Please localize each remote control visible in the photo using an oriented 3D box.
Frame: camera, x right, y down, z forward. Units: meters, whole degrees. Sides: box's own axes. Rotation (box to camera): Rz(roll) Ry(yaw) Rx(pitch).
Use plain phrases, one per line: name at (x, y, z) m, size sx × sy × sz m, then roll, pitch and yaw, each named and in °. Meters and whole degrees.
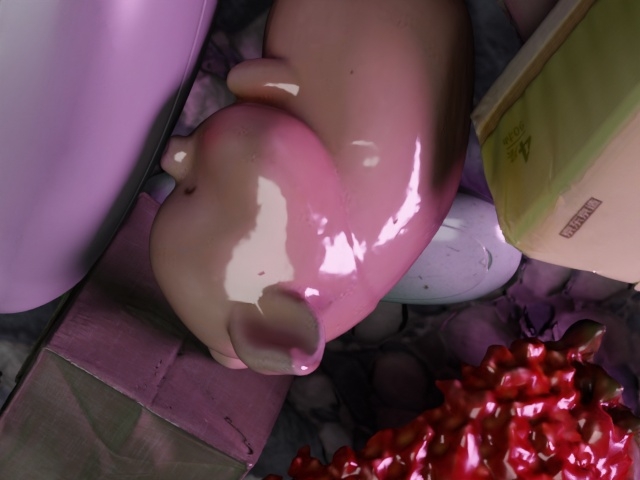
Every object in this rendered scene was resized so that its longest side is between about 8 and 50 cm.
remote control at (0.000, -0.001, 1.121) m, size 0.256 × 0.045 × 0.097 m, roll 3°, pitch 125°, yaw 19°

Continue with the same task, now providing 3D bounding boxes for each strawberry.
strawberry at (0.081, 0.199, 1.098) m, size 0.306 × 0.138 × 0.233 m, roll -30°, pitch 143°, yaw -4°

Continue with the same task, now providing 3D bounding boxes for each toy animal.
toy animal at (0.000, -0.045, 0.987) m, size 0.154 × 0.166 × 0.250 m, roll 27°, pitch 84°, yaw 9°

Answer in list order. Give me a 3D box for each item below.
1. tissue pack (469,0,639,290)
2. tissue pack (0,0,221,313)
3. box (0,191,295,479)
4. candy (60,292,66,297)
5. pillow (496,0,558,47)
tissue pack at (0.209, -0.088, 0.928) m, size 0.159 × 0.125 × 0.234 m, roll 15°, pitch 132°, yaw -29°
tissue pack at (-0.179, -0.127, 0.954) m, size 0.229 × 0.236 × 0.333 m, roll 23°, pitch 119°, yaw 2°
box at (-0.126, 0.112, 1.147) m, size 0.155 × 0.149 × 0.231 m, roll 32°, pitch 135°, yaw -6°
candy at (-0.184, -0.044, 1.153) m, size 0.102 × 0.032 × 0.178 m, roll 26°, pitch 125°, yaw -1°
pillow at (0.167, -0.170, 0.960) m, size 0.185 × 0.043 × 0.118 m, roll -30°, pitch 125°, yaw 22°
